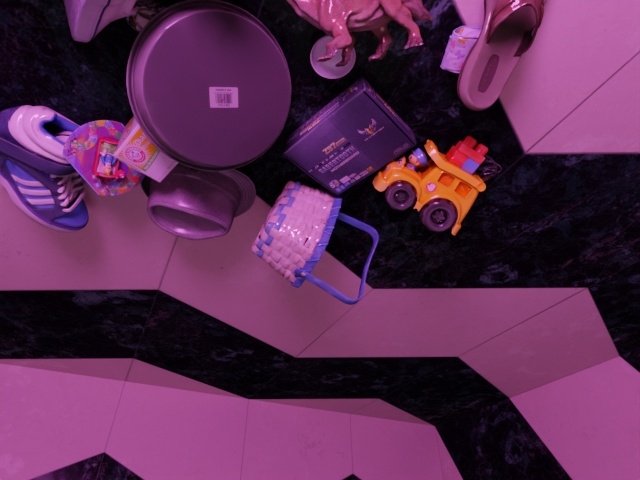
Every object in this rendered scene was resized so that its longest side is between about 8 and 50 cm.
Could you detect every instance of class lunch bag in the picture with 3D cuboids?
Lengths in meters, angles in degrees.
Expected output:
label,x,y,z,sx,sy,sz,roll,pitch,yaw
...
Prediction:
label,x,y,z,sx,sy,sz,roll,pitch,yaw
lunch bag,0.266,-0.347,0.747,0.084,0.053,0.071,-7,142,-9

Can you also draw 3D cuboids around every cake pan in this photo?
label,x,y,z,sx,sy,sz,roll,pitch,yaw
cake pan,-0.178,-0.259,0.726,0.294,0.054,0.292,-12,118,-23

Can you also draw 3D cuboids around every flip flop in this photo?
label,x,y,z,sx,sy,sz,roll,pitch,yaw
flip flop,0.309,-0.349,0.669,0.113,0.080,0.276,11,112,-16

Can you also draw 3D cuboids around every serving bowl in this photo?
label,x,y,z,sx,sy,sz,roll,pitch,yaw
serving bowl,0.023,-0.346,0.766,0.084,0.027,0.083,0,141,0

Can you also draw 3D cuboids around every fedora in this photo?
label,x,y,z,sx,sy,sz,roll,pitch,yaw
fedora,-0.303,-0.083,1.006,0.276,0.124,0.243,16,145,-20

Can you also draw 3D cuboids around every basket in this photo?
label,x,y,z,sx,sy,sz,roll,pitch,yaw
basket,0.000,0.000,1.033,0.289,0.254,0.201,27,136,-3

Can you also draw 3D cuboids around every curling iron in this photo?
label,x,y,z,sx,sy,sz,roll,pitch,yaw
curling iron,0.306,-0.138,1.028,0.274,0.035,0.068,-22,119,30

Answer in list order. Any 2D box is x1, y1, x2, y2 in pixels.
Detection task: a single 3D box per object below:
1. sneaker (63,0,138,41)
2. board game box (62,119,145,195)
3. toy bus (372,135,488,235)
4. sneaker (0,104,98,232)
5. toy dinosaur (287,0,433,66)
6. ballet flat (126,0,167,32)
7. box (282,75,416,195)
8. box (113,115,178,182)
label,x,y,z,sx,sy,sz,roll,pitch,yaw
sneaker,-0.332,-0.365,0.633,0.091,0.258,0.094,-16,109,-36
board game box,-0.447,-0.169,0.878,0.133,0.033,0.168,-37,134,-14
toy bus,0.258,-0.150,0.926,0.221,0.149,0.211,28,116,-5
sneaker,-0.575,-0.149,0.926,0.237,0.130,0.322,-8,136,16
toy dinosaur,0.058,-0.392,0.648,0.296,0.127,0.200,-13,106,-10
ballet flat,-0.247,-0.355,0.724,0.189,0.070,0.070,19,138,-23
box,0.061,-0.216,0.905,0.233,0.059,0.183,-30,131,31
box,-0.305,-0.232,0.823,0.203,0.114,0.103,-35,131,28
